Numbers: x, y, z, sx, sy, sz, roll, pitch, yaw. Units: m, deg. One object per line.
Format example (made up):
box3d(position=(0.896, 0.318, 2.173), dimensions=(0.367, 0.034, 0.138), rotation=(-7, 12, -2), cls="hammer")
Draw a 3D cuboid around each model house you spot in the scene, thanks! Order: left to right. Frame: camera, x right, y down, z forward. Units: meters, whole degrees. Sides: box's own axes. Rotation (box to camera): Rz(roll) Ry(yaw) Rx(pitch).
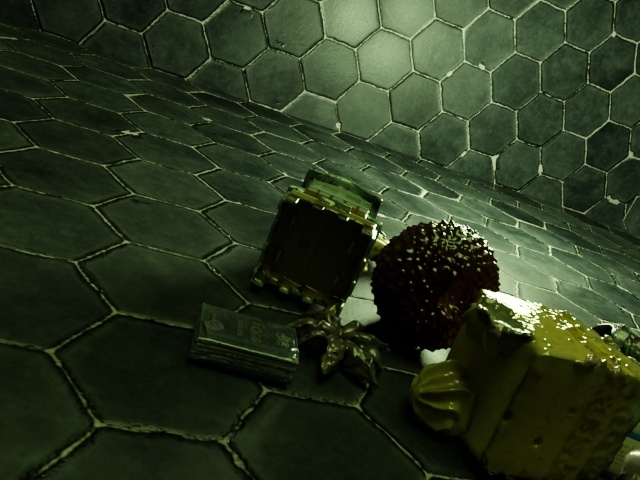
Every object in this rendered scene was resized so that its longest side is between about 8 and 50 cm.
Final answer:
box3d(position=(0.000, 0.000, 1.239), dimensions=(0.198, 0.224, 0.215), rotation=(22, 20, 1), cls="model house")

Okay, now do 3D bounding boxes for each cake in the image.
box3d(position=(0.302, 0.219, 0.988), dimensions=(0.286, 0.227, 0.222), rotation=(17, 16, -21), cls="cake")

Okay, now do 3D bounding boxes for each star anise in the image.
box3d(position=(0.028, 0.168, 1.067), dimensions=(0.182, 0.065, 0.195), rotation=(23, 23, 5), cls="star anise")

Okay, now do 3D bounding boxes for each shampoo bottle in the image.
box3d(position=(0.513, 0.361, 1.069), dimensions=(0.183, 0.050, 0.087), rotation=(23, 60, 1), cls="shampoo bottle")

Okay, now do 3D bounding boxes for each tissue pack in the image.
box3d(position=(-0.113, 0.155, 0.967), dimensions=(0.156, 0.051, 0.112), rotation=(18, 19, -12), cls="tissue pack")

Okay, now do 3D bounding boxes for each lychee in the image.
box3d(position=(0.207, 0.082, 1.238), dimensions=(0.271, 0.271, 0.271), rotation=(20, 20, -7), cls="lychee")

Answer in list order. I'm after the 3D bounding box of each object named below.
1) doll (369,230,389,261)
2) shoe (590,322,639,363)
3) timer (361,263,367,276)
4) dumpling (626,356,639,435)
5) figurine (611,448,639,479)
box3d(position=(0.188, 0.044, 1.533), dimensions=(0.291, 0.086, 0.117), rotation=(26, 2, 14), cls="doll")
box3d(position=(0.718, 0.254, 1.520), dimensions=(0.126, 0.099, 0.227), rotation=(24, 13, -19), cls="shoe")
box3d(position=(0.059, 0.022, 1.439), dimensions=(0.132, 0.132, 0.152), rotation=(4, 47, -42), cls="timer")
box3d(position=(0.530, 0.282, 1.150), dimensions=(0.126, 0.166, 0.216), rotation=(12, 29, -30), cls="dumpling")
box3d(position=(0.516, 0.322, 0.925), dimensions=(0.138, 0.245, 0.110), rotation=(14, 22, -5), cls="figurine")
